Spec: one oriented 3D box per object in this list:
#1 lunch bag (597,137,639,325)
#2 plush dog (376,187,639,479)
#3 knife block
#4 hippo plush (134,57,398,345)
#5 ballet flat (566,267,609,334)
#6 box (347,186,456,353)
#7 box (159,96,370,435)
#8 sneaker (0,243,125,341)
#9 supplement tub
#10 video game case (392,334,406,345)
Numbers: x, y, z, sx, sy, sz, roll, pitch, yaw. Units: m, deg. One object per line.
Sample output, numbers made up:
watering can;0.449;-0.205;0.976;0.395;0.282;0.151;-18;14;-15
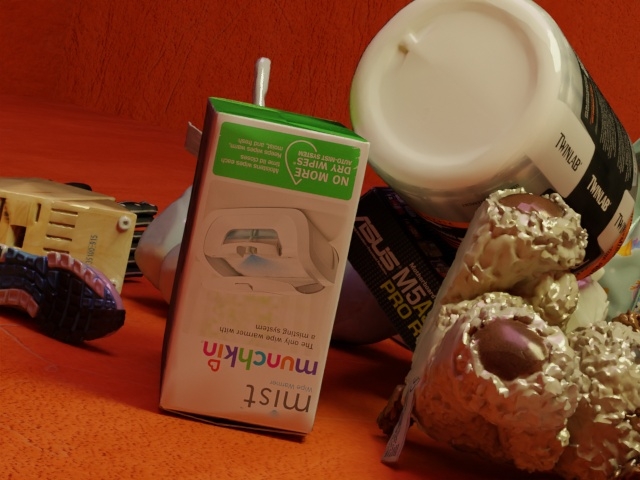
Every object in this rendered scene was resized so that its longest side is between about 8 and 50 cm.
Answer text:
lunch bag;0.371;0.028;1.985;0.223;0.262;0.160;19;8;-40
plush dog;0.184;0.120;1.456;0.225;0.210;0.262;25;33;-6
knife block;-0.294;-0.017;1.950;0.276;0.088;0.242;9;6;-26
hippo plush;-0.033;0.015;1.923;0.236;0.234;0.294;44;7;-30
ballet flat;0.238;0.052;1.827;0.086;0.086;0.248;13;21;-1
box;0.125;0.051;1.770;0.216;0.060;0.270;55;16;10
box;-0.048;0.013;1.523;0.127;0.231;0.262;11;7;-6
sneaker;-0.226;0.043;1.651;0.191;0.071;0.083;19;3;40
supplement tub;0.165;-0.078;1.659;0.194;0.193;0.316;16;-11;28
video game case;0.154;0.100;2.106;0.206;0.026;0.227;10;7;-21
